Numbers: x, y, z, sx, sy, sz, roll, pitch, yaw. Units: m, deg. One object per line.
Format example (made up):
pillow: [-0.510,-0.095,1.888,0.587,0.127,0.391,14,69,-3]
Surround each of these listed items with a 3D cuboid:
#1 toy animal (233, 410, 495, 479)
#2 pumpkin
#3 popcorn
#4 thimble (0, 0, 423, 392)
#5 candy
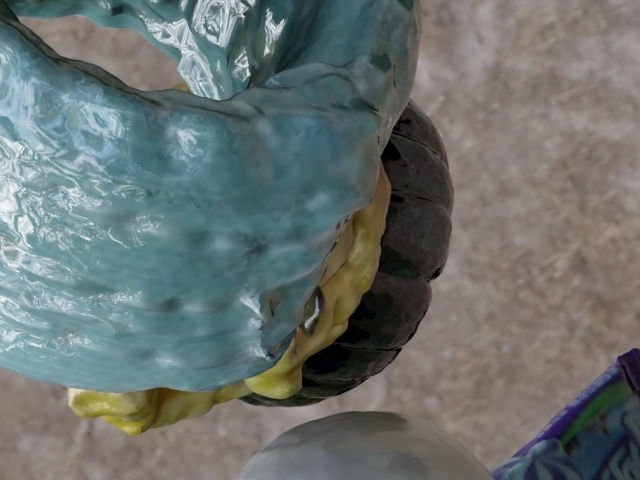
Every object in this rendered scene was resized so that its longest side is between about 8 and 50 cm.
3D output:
toy animal: [0.018,0.213,0.899,0.206,0.272,0.265,-1,108,6]
pumpkin: [-0.010,-0.003,1.035,0.150,0.194,0.194,14,130,-7]
popcorn: [-0.051,0.000,0.820,0.170,0.180,0.180,29,129,27]
thimble: [-0.065,-0.064,0.645,0.235,0.198,0.143,59,146,24]
candy: [0.172,0.204,1.385,0.145,0.275,0.070,57,165,0]
